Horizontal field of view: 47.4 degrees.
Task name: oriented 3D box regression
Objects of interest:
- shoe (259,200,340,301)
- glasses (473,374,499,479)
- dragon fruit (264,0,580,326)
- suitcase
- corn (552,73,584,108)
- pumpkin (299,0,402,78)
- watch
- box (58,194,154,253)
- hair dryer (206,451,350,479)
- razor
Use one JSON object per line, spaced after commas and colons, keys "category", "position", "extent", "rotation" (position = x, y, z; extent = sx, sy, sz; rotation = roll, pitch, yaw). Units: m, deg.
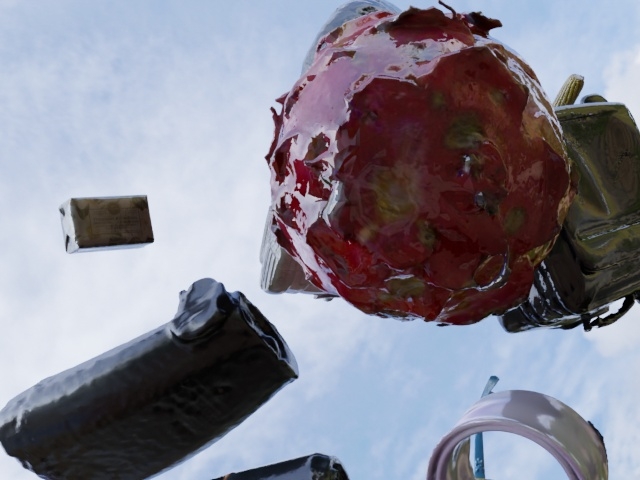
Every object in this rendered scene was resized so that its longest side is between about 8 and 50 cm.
{"category": "shoe", "position": [-0.001, 0.002, 1.280], "extent": [0.198, 0.351, 0.172], "rotation": [14, -65, -8]}
{"category": "glasses", "position": [0.306, 0.364, 1.296], "extent": [0.190, 0.088, 0.221], "rotation": [67, -136, -60]}
{"category": "dragon fruit", "position": [0.089, -0.086, 0.816], "extent": [0.249, 0.371, 0.386], "rotation": [-4, -68, -67]}
{"category": "suitcase", "position": [0.369, -0.037, 1.102], "extent": [0.345, 0.188, 0.339], "rotation": [-14, -99, -38]}
{"category": "corn", "position": [0.449, -0.263, 1.326], "extent": [0.037, 0.037, 0.092], "rotation": [-27, -28, -30]}
{"category": "pumpkin", "position": [0.063, -0.266, 1.137], "extent": [0.224, 0.157, 0.224], "rotation": [-48, -17, -20]}
{"category": "watch", "position": [0.219, 0.296, 0.880], "extent": [0.211, 0.248, 0.217], "rotation": [-18, -82, -57]}
{"category": "box", "position": [-0.242, -0.018, 0.829], "extent": [0.098, 0.045, 0.062], "rotation": [-8, -96, -39]}
{"category": "hair dryer", "position": [-0.070, 0.314, 0.585], "extent": [0.189, 0.352, 0.107], "rotation": [-19, -73, 12]}
{"category": "razor", "position": [-0.195, 0.183, 0.844], "extent": [0.327, 0.107, 0.189], "rotation": [-31, -54, 9]}
